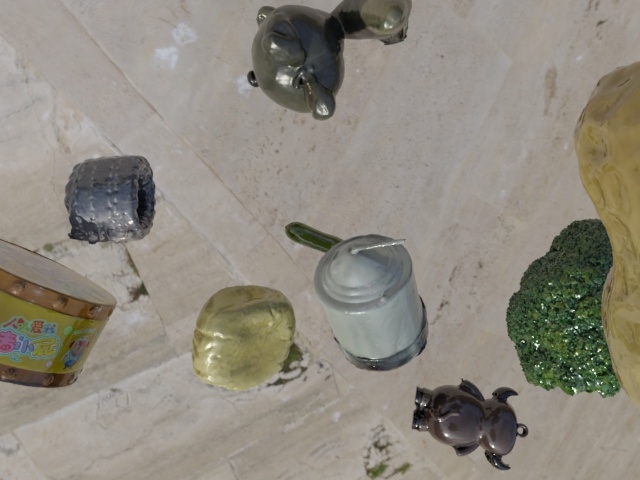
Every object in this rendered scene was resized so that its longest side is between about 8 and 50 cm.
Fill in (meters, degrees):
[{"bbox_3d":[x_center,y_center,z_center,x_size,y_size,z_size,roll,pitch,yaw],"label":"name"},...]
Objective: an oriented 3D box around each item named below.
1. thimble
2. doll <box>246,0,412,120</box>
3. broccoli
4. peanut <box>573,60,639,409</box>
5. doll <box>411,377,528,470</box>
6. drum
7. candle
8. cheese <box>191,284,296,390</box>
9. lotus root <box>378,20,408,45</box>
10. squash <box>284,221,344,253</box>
[{"bbox_3d":[-0.497,-0.094,1.222,0.172,0.236,0.205,-4,134,-5],"label":"thimble"},{"bbox_3d":[0.009,-0.442,1.094,0.378,0.382,0.252,-39,116,20],"label":"doll"},{"bbox_3d":[0.385,0.098,0.709,0.241,0.269,0.262,34,69,-29],"label":"broccoli"},{"bbox_3d":[0.239,0.023,0.297,0.159,0.291,0.143,-26,167,29],"label":"peanut"},{"bbox_3d":[0.340,0.413,1.173,0.257,0.117,0.182,9,77,4],"label":"doll"},{"bbox_3d":[-0.710,0.152,1.182,0.431,0.431,0.214,32,81,-34],"label":"drum"},{"bbox_3d":[0.106,0.120,1.099,0.221,0.221,0.343,-34,132,-12],"label":"candle"},{"bbox_3d":[-0.153,0.203,1.055,0.225,0.117,0.214,-1,108,-35],"label":"cheese"},{"bbox_3d":[0.206,-0.671,1.556,0.143,0.070,0.144,-17,118,13],"label":"lotus root"},{"bbox_3d":[0.000,0.000,1.207,0.183,0.052,0.052,18,101,-15],"label":"squash"}]
